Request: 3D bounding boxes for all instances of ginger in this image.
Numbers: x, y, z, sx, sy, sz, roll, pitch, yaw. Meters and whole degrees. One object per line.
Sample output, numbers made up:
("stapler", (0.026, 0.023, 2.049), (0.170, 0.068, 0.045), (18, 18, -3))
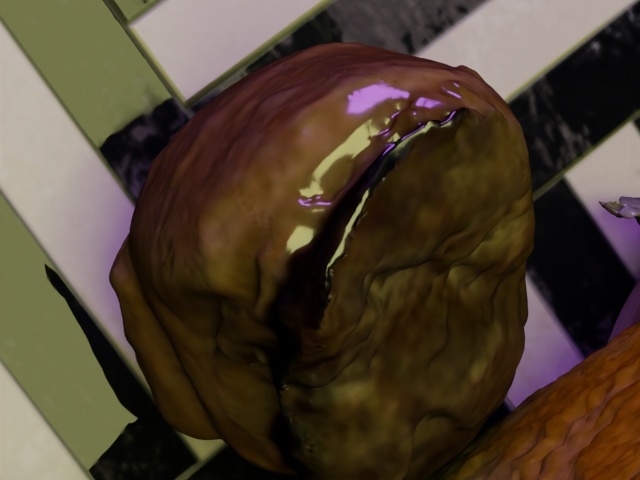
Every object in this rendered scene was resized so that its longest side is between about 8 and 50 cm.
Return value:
("ginger", (0.003, -0.003, 1.001), (0.200, 0.223, 0.269), (-35, 138, -24))

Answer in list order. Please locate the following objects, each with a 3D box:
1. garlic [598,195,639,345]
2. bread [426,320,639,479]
("garlic", (0.197, 0.062, 1.130), (0.256, 0.207, 0.207), (-14, 94, 18))
("bread", (0.123, 0.215, 0.911), (0.398, 0.398, 0.215), (-44, 94, -13))
